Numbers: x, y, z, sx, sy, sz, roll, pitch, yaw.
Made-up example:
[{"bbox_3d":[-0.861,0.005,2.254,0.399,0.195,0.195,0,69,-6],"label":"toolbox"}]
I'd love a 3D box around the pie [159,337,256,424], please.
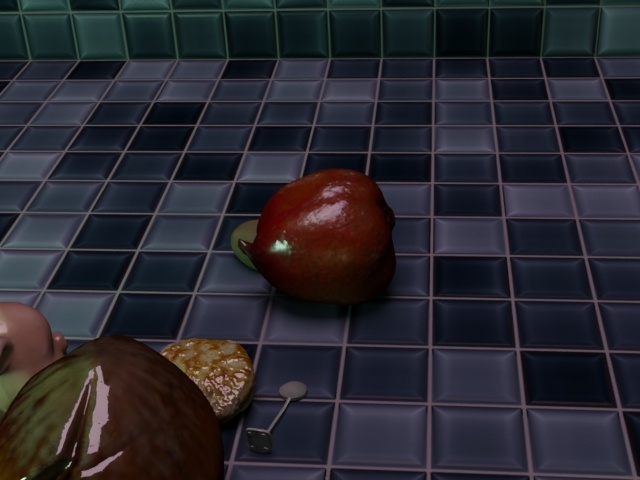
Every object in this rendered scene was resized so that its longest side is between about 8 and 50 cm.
[{"bbox_3d":[-0.209,0.256,1.846,0.179,0.084,0.205,-11,34,-10],"label":"pie"}]

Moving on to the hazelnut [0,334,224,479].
[{"bbox_3d":[-0.327,0.332,1.518,0.359,0.359,0.409,-4,23,-1],"label":"hazelnut"}]

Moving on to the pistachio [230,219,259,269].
[{"bbox_3d":[-0.132,0.011,2.231,0.149,0.113,0.113,5,29,42],"label":"pistachio"}]

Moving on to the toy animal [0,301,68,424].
[{"bbox_3d":[-0.586,0.242,1.729,0.326,0.269,0.237,-22,41,-22],"label":"toy animal"}]

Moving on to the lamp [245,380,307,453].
[{"bbox_3d":[-0.075,0.298,1.800,0.050,0.056,0.198,5,29,19],"label":"lamp"}]

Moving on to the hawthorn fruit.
[{"bbox_3d":[0.015,-0.002,2.077,0.311,0.295,0.295,-24,37,-32],"label":"hawthorn fruit"}]
